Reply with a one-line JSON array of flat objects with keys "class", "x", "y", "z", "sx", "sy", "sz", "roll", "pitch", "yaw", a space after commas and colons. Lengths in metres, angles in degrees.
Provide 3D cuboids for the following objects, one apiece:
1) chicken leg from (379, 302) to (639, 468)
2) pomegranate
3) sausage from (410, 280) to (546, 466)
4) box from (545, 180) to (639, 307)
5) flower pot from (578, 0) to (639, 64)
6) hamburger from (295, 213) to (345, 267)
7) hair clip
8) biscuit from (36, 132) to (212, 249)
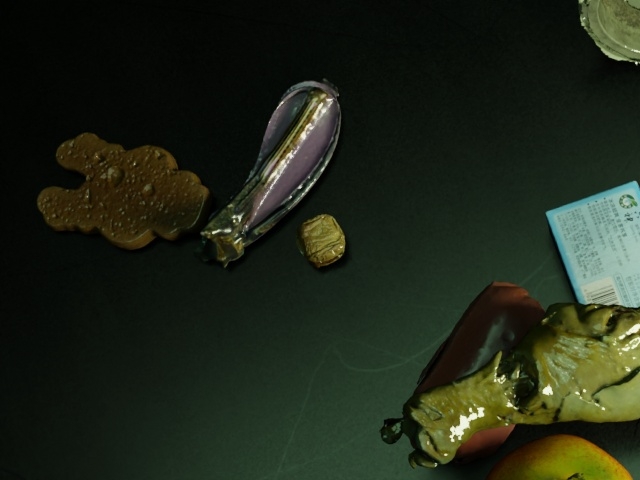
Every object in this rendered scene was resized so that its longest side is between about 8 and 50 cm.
[{"class": "chicken leg", "x": 0.287, "y": 0.198, "z": 1.774, "sx": 0.429, "sy": 0.153, "sz": 0.201, "roll": -18, "pitch": 75, "yaw": -11}, {"class": "pomegranate", "x": 0.321, "y": 0.364, "z": 1.771, "sx": 0.220, "sy": 0.257, "sz": 0.221, "roll": 3, "pitch": 69, "yaw": -7}, {"class": "sausage", "x": 0.229, "y": 0.194, "z": 1.907, "sx": 0.152, "sy": 0.152, "sz": 0.280, "roll": 30, "pitch": 80, "yaw": 20}, {"class": "box", "x": 0.434, "y": 0.046, "z": 1.944, "sx": 0.142, "sy": 0.083, "sz": 0.232, "roll": -20, "pitch": 67, "yaw": 7}, {"class": "flower pot", "x": 0.529, "y": -0.439, "z": 1.999, "sx": 0.290, "sy": 0.290, "sz": 0.259, "roll": -2, "pitch": 61, "yaw": 13}, {"class": "hamburger", "x": 0.000, "y": 0.000, "z": 2.082, "sx": 0.076, "sy": 0.044, "sz": 0.083, "roll": -21, "pitch": 71, "yaw": 4}, {"class": "hair clip", "x": -0.074, "y": -0.109, "z": 2.132, "sx": 0.359, "sy": 0.095, "sz": 0.110, "roll": -52, "pitch": 34, "yaw": -16}, {"class": "biscuit", "x": -0.318, "y": -0.074, "z": 2.183, "sx": 0.295, "sy": 0.044, "sz": 0.186, "roll": 17, "pitch": 80, "yaw": 19}]
